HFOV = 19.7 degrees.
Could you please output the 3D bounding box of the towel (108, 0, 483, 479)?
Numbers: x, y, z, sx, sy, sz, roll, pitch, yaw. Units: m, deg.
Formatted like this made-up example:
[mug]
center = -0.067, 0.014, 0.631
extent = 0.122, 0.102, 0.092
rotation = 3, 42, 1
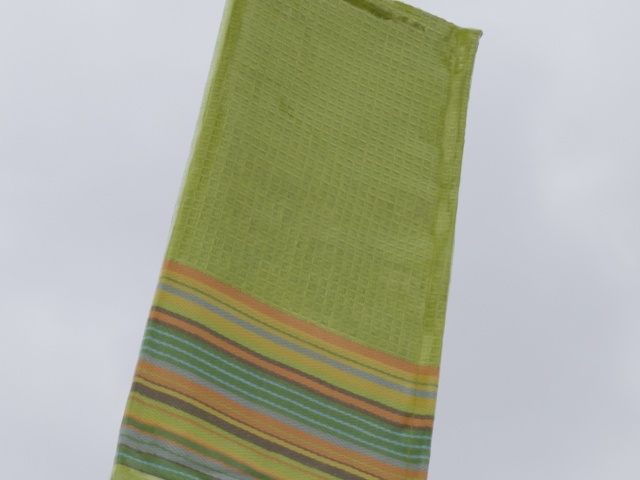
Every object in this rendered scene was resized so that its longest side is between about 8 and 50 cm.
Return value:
[towel]
center = 0.000, 0.000, 0.609
extent = 0.102, 0.237, 0.021
rotation = 24, -39, -17
